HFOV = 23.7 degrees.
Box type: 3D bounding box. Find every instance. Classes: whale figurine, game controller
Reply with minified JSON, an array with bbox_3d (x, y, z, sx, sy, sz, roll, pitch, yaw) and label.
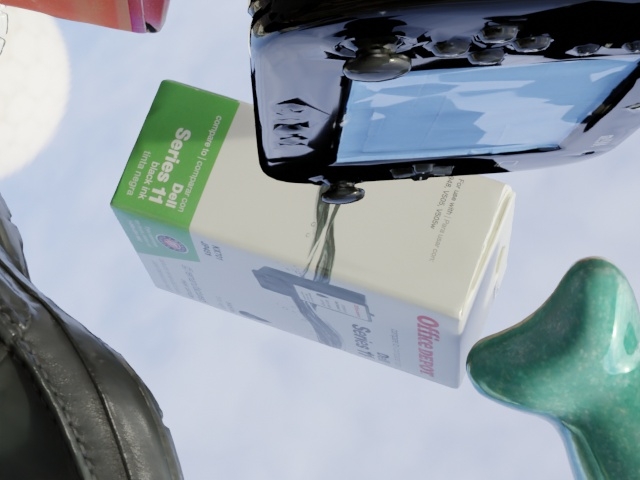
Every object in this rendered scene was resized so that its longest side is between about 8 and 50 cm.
[{"bbox_3d":[0.202,0.134,0.818,0.216,0.272,0.141,-40,-163,22],"label":"whale figurine"},{"bbox_3d":[0.057,-0.061,0.591,0.319,0.166,0.067,101,-7,-84],"label":"game controller"}]

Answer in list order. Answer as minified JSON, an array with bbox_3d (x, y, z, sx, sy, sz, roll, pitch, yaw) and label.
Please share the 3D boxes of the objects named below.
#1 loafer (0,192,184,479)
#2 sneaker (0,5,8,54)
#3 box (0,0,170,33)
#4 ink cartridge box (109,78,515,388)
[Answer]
[{"bbox_3d":[-0.114,0.041,0.473,0.223,0.078,0.076,50,-59,35],"label":"loafer"},{"bbox_3d":[-0.320,-0.122,1.248,0.081,0.094,0.208,36,-49,26],"label":"sneaker"},{"bbox_3d":[-0.105,-0.230,0.638,0.300,0.154,0.142,-81,-175,-52],"label":"box"},{"bbox_3d":[0.000,0.000,0.893,0.208,0.153,0.087,17,-108,11],"label":"ink cartridge box"}]
